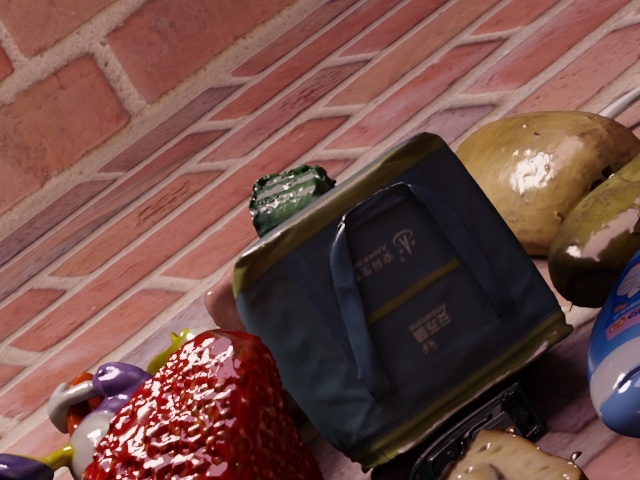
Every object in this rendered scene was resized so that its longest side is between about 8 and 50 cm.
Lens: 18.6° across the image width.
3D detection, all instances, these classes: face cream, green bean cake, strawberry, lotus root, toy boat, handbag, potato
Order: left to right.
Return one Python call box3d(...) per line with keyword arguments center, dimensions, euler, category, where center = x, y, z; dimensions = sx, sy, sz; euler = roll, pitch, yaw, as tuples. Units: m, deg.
box3d(center=(-0.116, 0.233, 1.762), dimensions=(0.261, 0.257, 0.261), euler=(-22, 24, 11), category="strawberry")
box3d(center=(0.000, 0.000, 2.296), dimensions=(0.107, 0.208, 0.193), euler=(-25, 19, 13), category="green bean cake")
box3d(center=(0.070, 0.058, 1.847), dimensions=(0.263, 0.241, 0.222), euler=(-37, -3, -11), category="handbag")
box3d(center=(0.135, 0.187, 1.761), dimensions=(0.141, 0.055, 0.060), euler=(-35, 10, -12), category="toy boat")
box3d(center=(0.144, 0.234, 1.577), dimensions=(0.170, 0.074, 0.260), euler=(-16, 21, 41), category="lotus root")
box3d(center=(0.230, -0.067, 2.166), dimensions=(0.169, 0.151, 0.343), euler=(-38, 20, -22), category="lotus root")
box3d(center=(0.326, -0.019, 1.934), dimensions=(0.251, 0.113, 0.149), euler=(-45, 26, -13), category="potato")
box3d(center=(0.299, 0.088, 1.708), dimensions=(0.149, 0.083, 0.264), euler=(-27, 17, 26), category="face cream")

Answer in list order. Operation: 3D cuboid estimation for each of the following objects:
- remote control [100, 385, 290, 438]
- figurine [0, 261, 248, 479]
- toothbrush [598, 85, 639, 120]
box3d(center=(-0.079, 0.157, 2.042), dimensions=(0.145, 0.050, 0.344), euler=(-25, -4, 29), category="remote control")
box3d(center=(-0.205, 0.193, 2.179), dimensions=(0.193, 0.154, 0.421), euler=(-14, 23, 48), category="figurine")
box3d(center=(0.299, -0.109, 2.365), dimensions=(0.418, 0.040, 0.042), euler=(-32, 18, -2), category="toothbrush")
